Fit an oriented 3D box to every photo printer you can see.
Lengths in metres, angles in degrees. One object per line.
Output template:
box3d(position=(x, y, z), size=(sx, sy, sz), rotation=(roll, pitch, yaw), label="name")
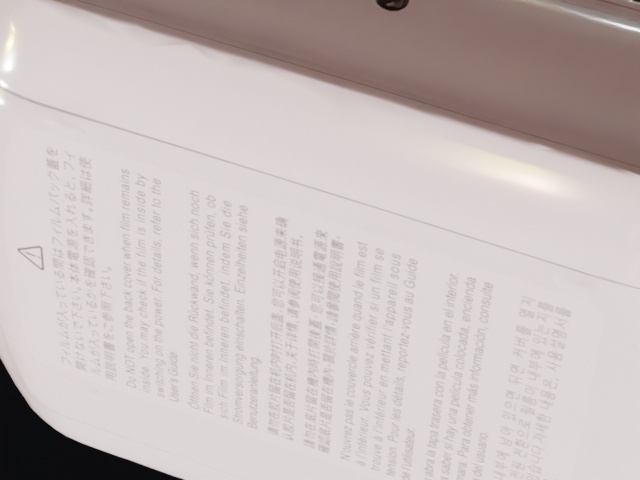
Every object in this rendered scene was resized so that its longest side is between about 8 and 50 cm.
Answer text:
box3d(position=(0.000, 0.000, 0.750), size=(0.307, 0.256, 0.107), rotation=(17, -135, 15), label="photo printer")
